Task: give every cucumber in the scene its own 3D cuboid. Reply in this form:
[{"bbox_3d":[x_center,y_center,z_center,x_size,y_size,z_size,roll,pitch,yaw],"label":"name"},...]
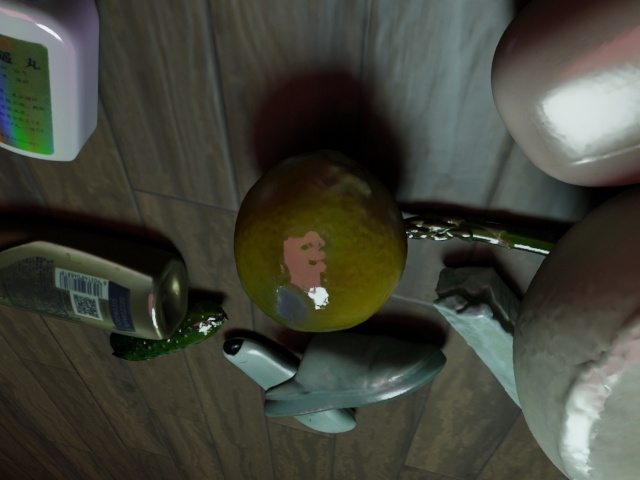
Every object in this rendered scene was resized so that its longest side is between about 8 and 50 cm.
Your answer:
[{"bbox_3d":[-0.204,0.119,0.873,0.227,0.069,0.069,-19,130,34],"label":"cucumber"}]

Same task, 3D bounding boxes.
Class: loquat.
[{"bbox_3d":[0.000,0.000,0.561,0.152,0.152,0.195,16,135,3],"label":"loquat"}]

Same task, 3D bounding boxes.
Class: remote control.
[{"bbox_3d":[-0.043,0.216,0.944,0.097,0.045,0.256,-22,126,41],"label":"remote control"}]

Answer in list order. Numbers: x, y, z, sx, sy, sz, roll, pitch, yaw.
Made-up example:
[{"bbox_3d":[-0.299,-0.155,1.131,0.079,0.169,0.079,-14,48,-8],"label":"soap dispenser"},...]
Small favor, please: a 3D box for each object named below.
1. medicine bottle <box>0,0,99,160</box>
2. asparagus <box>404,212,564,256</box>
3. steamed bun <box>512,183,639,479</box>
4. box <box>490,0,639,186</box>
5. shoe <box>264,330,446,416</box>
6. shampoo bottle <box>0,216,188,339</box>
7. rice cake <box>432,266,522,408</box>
[{"bbox_3d":[-0.233,-0.160,0.504,0.115,0.078,0.219,24,144,-4],"label":"medicine bottle"},{"bbox_3d":[0.179,0.002,0.580,0.235,0.027,0.034,11,133,9],"label":"asparagus"},{"bbox_3d":[0.277,0.064,0.474,0.282,0.177,0.283,-1,123,-2],"label":"steamed bun"},{"bbox_3d":[0.201,-0.104,0.377,0.200,0.088,0.146,-16,131,39],"label":"box"},{"bbox_3d":[0.029,0.152,0.799,0.250,0.103,0.100,-23,85,26],"label":"shoe"},{"bbox_3d":[-0.339,0.038,0.803,0.349,0.084,0.126,10,126,13],"label":"shampoo bottle"},{"bbox_3d":[0.226,0.142,0.715,0.066,0.063,0.336,-4,141,43],"label":"rice cake"}]
